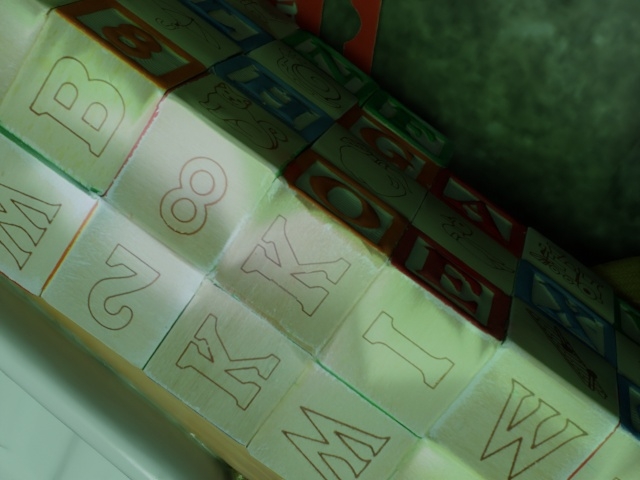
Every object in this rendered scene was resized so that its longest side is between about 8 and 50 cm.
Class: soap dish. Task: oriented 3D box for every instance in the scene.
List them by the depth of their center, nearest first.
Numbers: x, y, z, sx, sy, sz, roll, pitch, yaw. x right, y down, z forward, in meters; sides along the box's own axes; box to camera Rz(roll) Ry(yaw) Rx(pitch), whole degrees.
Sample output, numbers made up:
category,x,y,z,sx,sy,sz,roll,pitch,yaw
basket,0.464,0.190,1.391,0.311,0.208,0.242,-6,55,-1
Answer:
category,x,y,z,sx,sy,sz,roll,pitch,yaw
soap dish,-0.150,0.069,0.535,0.291,0.118,0.229,38,130,9

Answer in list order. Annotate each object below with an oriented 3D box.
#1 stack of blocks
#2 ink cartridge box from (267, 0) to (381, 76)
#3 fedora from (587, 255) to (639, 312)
category,x,y,z,sx,sy,sz,roll,pitch,yaw
stack of blocks,0.000,0.000,0.429,0.297,0.171,0.087,36,112,1
ink cartridge box,-0.064,-0.110,0.519,0.179,0.045,0.145,15,115,14
fedora,0.163,0.095,0.511,0.194,0.079,0.194,5,104,20
